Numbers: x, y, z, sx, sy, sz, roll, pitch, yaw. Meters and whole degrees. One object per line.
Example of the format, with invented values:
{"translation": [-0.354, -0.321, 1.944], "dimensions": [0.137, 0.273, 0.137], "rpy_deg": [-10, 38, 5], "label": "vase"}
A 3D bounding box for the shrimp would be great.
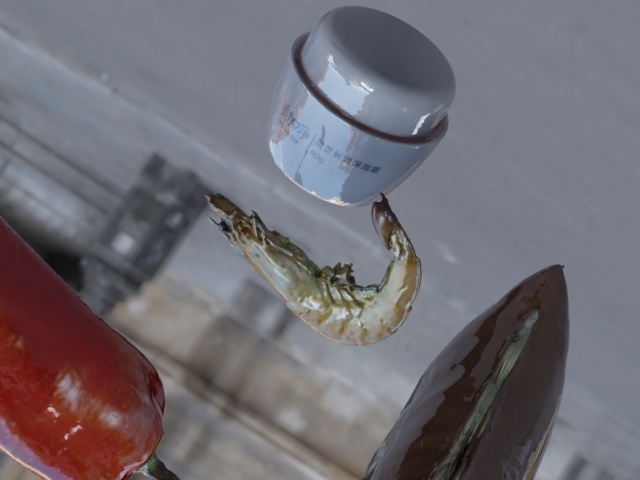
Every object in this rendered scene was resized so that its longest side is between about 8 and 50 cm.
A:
{"translation": [0.000, 0.000, 0.835], "dimensions": [0.114, 0.083, 0.023], "rpy_deg": [40, -147, -3], "label": "shrimp"}

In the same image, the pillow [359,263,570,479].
{"translation": [0.071, 0.205, 1.206], "dimensions": [0.108, 0.308, 0.305], "rpy_deg": [26, 137, 9], "label": "pillow"}

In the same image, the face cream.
{"translation": [0.025, -0.089, 1.146], "dimensions": [0.117, 0.104, 0.117], "rpy_deg": [21, -144, -16], "label": "face cream"}

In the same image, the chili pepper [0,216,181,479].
{"translation": [-0.127, 0.036, 0.700], "dimensions": [0.272, 0.071, 0.063], "rpy_deg": [52, 171, -24], "label": "chili pepper"}
